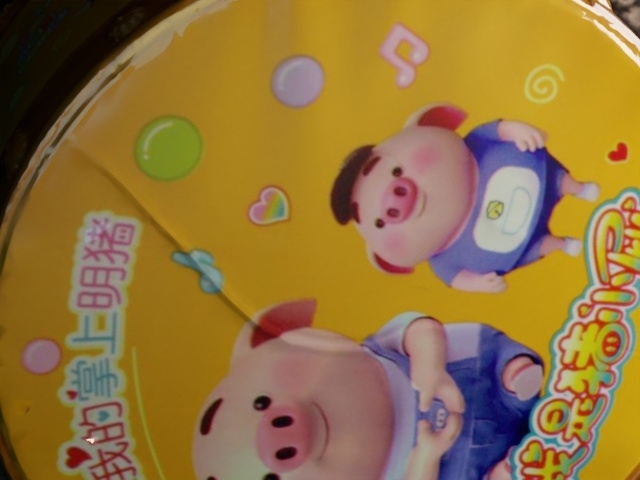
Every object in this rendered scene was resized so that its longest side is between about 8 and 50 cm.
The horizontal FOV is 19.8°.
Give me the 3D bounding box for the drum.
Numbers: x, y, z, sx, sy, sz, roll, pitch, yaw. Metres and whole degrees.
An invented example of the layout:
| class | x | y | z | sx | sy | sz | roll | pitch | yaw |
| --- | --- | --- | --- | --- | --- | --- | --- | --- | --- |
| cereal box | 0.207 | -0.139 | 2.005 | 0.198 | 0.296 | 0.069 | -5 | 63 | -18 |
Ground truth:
| class | x | y | z | sx | sy | sz | roll | pitch | yaw |
| --- | --- | --- | --- | --- | --- | --- | --- | --- | --- |
| drum | 0.000 | 0.000 | 1.042 | 0.431 | 0.214 | 0.431 | -6 | 114 | -13 |
